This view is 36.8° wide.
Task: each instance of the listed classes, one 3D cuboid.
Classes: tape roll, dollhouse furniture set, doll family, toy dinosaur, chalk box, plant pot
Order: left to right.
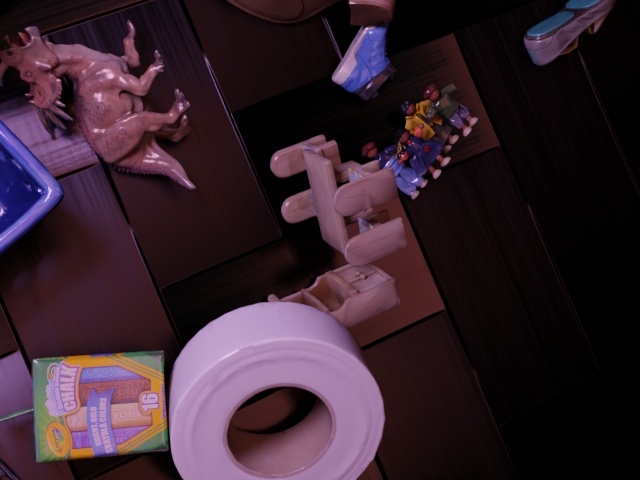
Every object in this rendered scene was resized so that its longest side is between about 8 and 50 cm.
[{"bbox_3d":[-0.485,-0.051,1.203,0.236,0.212,0.236,-44,96,-17],"label":"plant pot"},{"bbox_3d":[-0.315,0.215,1.261,0.212,0.132,0.132,-1,84,-17],"label":"chalk box"},{"bbox_3d":[-0.296,-0.176,1.326,0.200,0.127,0.296,-32,105,-10],"label":"toy dinosaur"},{"bbox_3d":[-0.060,0.228,1.281,0.286,0.100,0.286,-5,116,-11],"label":"tape roll"},{"bbox_3d":[0.000,0.000,1.341,0.161,0.212,0.242,-22,117,-19],"label":"dollhouse furniture set"},{"bbox_3d":[0.145,-0.156,1.470,0.111,0.076,0.193,37,78,-14],"label":"doll family"}]

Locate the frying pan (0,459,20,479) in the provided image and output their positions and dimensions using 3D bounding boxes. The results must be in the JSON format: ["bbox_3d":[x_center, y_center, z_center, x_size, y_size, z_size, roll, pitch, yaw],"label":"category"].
[{"bbox_3d":[-0.533,0.230,1.244,0.197,0.053,0.326,-23,87,-17],"label":"frying pan"}]

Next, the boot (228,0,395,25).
[{"bbox_3d":[-0.012,-0.445,1.448,0.283,0.109,0.220,4,70,3],"label":"boot"}]

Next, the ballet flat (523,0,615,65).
[{"bbox_3d":[0.422,-0.359,1.586,0.213,0.072,0.068,-36,121,-16],"label":"ballet flat"}]

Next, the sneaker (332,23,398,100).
[{"bbox_3d":[0.088,-0.284,1.477,0.084,0.058,0.152,34,72,-13],"label":"sneaker"}]
